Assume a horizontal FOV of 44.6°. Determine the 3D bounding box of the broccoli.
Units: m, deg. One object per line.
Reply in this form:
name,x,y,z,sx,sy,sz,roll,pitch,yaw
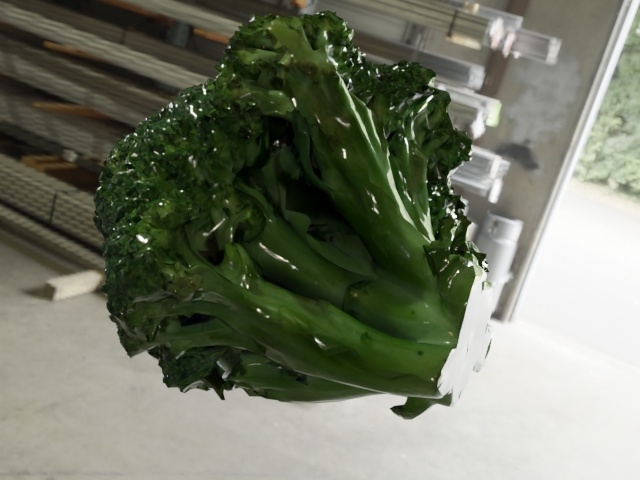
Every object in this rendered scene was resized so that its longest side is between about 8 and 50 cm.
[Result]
broccoli,0.000,0.000,0.486,0.245,0.265,0.294,29,30,25
